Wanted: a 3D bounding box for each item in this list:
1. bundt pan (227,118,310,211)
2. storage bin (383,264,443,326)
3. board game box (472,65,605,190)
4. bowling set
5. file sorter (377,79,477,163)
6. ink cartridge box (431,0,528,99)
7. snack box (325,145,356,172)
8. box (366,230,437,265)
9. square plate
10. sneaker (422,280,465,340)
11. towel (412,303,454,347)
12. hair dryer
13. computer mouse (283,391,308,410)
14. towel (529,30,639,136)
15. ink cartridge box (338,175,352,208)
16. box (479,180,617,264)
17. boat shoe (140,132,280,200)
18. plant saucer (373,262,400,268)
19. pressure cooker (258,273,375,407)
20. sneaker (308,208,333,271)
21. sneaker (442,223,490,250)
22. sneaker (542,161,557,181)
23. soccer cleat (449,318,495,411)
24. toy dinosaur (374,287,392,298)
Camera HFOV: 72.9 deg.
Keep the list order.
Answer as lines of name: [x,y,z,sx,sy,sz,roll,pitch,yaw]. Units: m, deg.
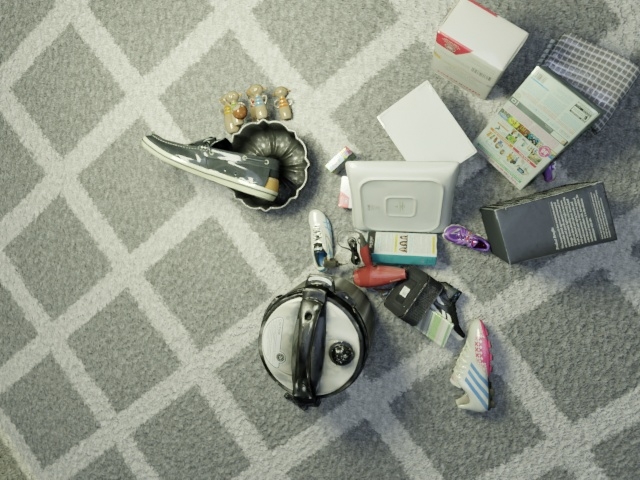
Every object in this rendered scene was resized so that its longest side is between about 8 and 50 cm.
bundt pan: [-0.187,-0.272,1.602,0.331,0.124,0.330,1,95,12]
storage bin: [0.321,0.191,1.512,0.084,0.122,0.180,34,92,-32]
board game box: [0.659,-0.342,1.343,0.224,0.097,0.303,50,133,17]
bowling set: [-0.256,-0.502,1.566,0.287,0.200,0.154,-12,91,8]
file sorter: [0.354,-0.346,1.460,0.193,0.173,0.277,-34,87,13]
ink cartridge box: [0.478,-0.584,1.348,0.226,0.306,0.131,34,99,7]
snack box: [0.074,-0.282,1.538,0.100,0.141,0.037,-43,86,11]
box: [0.286,0.028,1.536,0.244,0.060,0.100,3,53,12]
square plate: [0.266,-0.125,1.436,0.344,0.347,0.049,2,55,11]
sneaker: [0.468,0.239,1.529,0.121,0.079,0.217,-40,85,13]
towel: [0.393,0.293,1.529,0.152,0.023,0.113,35,129,36]
hair dryer: [0.162,0.086,1.494,0.294,0.080,0.223,20,143,-11]
computer mouse: [-0.051,0.568,1.679,0.106,0.042,0.193,37,100,8]
towel: [0.817,-0.500,1.381,0.284,0.121,0.235,32,99,8]
ink cartridge box: [0.173,-0.166,1.565,0.198,0.067,0.115,9,96,12]
box: [0.685,-0.056,1.353,0.294,0.296,0.182,-15,92,13]
boat shoe: [-0.366,-0.282,1.489,0.500,0.187,0.156,19,93,4]
plant saucer: [0.234,0.092,1.595,0.119,0.021,0.119,1,95,11]
pressure cooker: [-0.006,0.313,1.459,0.375,0.420,0.370,-37,87,12]
sneaker: [0.000,0.000,1.604,0.085,0.086,0.237,-10,91,14]
sneaker: [0.506,-0.007,1.489,0.170,0.071,0.068,16,103,-5]
sneaker: [0.708,-0.301,1.438,0.105,0.095,0.236,-19,86,19]
soccer cleat: [0.524,0.441,1.514,0.143,0.116,0.331,-5,94,11]
toy dinosaur: [0.256,0.185,1.590,0.082,0.047,0.090,-36,76,-6]
